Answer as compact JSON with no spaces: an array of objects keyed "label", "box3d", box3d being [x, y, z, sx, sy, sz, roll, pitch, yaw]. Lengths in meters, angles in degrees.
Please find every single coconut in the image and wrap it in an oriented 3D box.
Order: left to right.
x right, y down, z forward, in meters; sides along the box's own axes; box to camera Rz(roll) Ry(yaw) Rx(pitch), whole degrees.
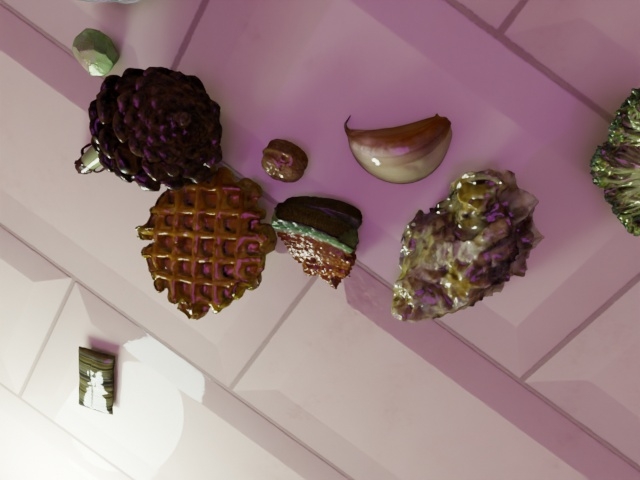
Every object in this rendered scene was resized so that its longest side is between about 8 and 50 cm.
[{"label":"coconut","box3d":[-0.462,-0.389,0.851,0.083,0.081,0.082,-1,143,-2]}]

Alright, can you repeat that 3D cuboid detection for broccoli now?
[{"label":"broccoli","box3d":[0.588,-0.073,0.584,0.221,0.362,0.252,-35,135,13]}]

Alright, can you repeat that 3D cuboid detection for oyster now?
[{"label":"oyster","box3d":[0.268,0.034,0.802,0.238,0.115,0.351,43,110,-3]}]

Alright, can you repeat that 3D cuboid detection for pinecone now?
[{"label":"pinecone","box3d":[-0.315,-0.220,0.797,0.257,0.243,0.244,42,118,43]}]

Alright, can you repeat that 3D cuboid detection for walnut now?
[{"label":"walnut","box3d":[-0.074,-0.160,0.837,0.096,0.082,0.079,25,79,-2]}]

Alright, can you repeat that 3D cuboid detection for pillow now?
[{"label":"pillow","box3d":[-0.624,0.392,1.149,0.113,0.038,0.204,14,110,7]}]

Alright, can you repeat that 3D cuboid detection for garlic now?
[{"label":"garlic","box3d":[0.136,-0.164,0.771,0.206,0.115,0.128,4,114,14]}]

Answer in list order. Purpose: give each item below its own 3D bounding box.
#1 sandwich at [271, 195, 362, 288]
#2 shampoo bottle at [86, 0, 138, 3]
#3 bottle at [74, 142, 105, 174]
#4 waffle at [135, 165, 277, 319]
[{"label":"sandwich","box3d":[-0.009,-0.004,0.864,0.184,0.109,0.160,18,130,4]},{"label":"shampoo bottle","box3d":[-0.405,-0.549,0.685,0.272,0.266,0.273,4,106,13]},{"label":"bottle","box3d":[-0.520,-0.187,0.944,0.101,0.047,0.063,-28,72,23]},{"label":"waffle","box3d":[-0.242,0.000,0.883,0.325,0.068,0.302,-42,79,11]}]
